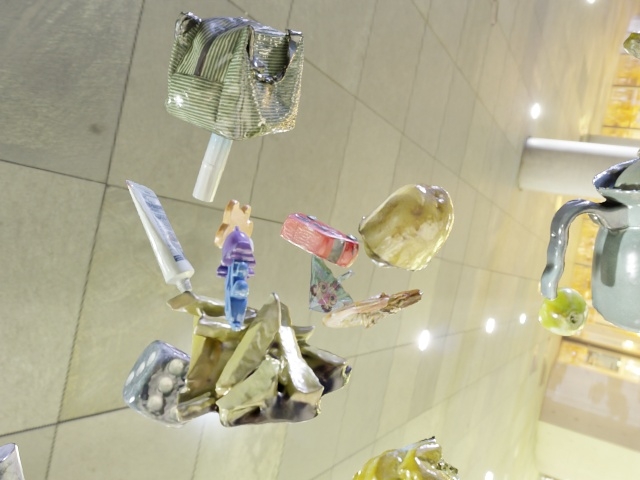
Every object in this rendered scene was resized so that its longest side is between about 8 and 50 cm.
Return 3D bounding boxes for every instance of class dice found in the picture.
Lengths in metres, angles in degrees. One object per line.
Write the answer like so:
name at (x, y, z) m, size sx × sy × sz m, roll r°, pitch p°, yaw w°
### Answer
dice at (-0.412, 0.387, 1.520) m, size 0.181 × 0.183 × 0.182 m, roll 34°, pitch 76°, yaw -24°

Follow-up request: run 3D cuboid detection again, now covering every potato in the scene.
potato at (0.255, -0.050, 1.543) m, size 0.285 × 0.242 × 0.243 m, roll 4°, pitch 98°, yaw -44°

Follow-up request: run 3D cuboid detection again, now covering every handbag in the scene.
handbag at (-0.185, -0.382, 1.290) m, size 0.340 × 0.247 × 0.240 m, roll -32°, pitch 141°, yaw -59°

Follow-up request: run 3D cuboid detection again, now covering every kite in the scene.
kite at (0.041, 0.179, 2.049) m, size 0.323 × 0.013 × 0.267 m, roll 52°, pitch 51°, yaw -2°

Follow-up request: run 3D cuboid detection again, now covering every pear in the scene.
pear at (0.452, 0.136, 1.044) m, size 0.097 × 0.092 × 0.092 m, roll -37°, pitch 132°, yaw -59°

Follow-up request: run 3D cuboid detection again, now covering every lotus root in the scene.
lotus root at (0.760, -0.452, 1.321) m, size 0.049 × 0.099 × 0.054 m, roll -78°, pitch -165°, yaw -61°

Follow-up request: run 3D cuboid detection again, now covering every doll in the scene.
doll at (-0.142, 0.061, 0.952) m, size 0.110 × 0.067 × 0.206 m, roll 126°, pitch -33°, yaw -50°

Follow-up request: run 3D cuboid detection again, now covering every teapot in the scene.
teapot at (0.500, -0.012, 0.898) m, size 0.223 × 0.305 × 0.285 m, roll -50°, pitch 128°, yaw -64°

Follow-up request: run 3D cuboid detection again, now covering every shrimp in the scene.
shrimp at (0.077, 0.097, 0.855) m, size 0.095 × 0.162 × 0.045 m, roll 60°, pitch 13°, yaw -57°

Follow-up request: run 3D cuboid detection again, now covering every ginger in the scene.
ginger at (-0.155, 0.235, 1.251) m, size 0.358 × 0.413 × 0.211 m, roll -42°, pitch 133°, yaw -60°

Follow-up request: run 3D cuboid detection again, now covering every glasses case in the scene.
glasses case at (-0.816, 0.695, 1.483) m, size 0.114 × 0.060 × 0.299 m, roll -79°, pitch 165°, yaw -76°

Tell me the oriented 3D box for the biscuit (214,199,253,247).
biscuit at (-0.265, -0.038, 1.748) m, size 0.250 × 0.036 × 0.166 m, roll 29°, pitch 82°, yaw -79°

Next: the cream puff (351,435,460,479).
cream puff at (0.210, 0.615, 1.239) m, size 0.323 × 0.274 × 0.270 m, roll 53°, pitch 16°, yaw -44°

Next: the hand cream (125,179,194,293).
hand cream at (-0.429, -0.009, 1.517) m, size 0.341 × 0.077 × 0.124 m, roll 61°, pitch 11°, yaw 14°

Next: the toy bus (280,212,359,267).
toy bus at (0.000, 0.000, 1.422) m, size 0.089 × 0.195 × 0.081 m, roll -6°, pitch 122°, yaw -67°

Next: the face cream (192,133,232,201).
face cream at (-0.371, -0.262, 1.948) m, size 0.077 × 0.077 × 0.250 m, roll -6°, pitch 122°, yaw -61°
